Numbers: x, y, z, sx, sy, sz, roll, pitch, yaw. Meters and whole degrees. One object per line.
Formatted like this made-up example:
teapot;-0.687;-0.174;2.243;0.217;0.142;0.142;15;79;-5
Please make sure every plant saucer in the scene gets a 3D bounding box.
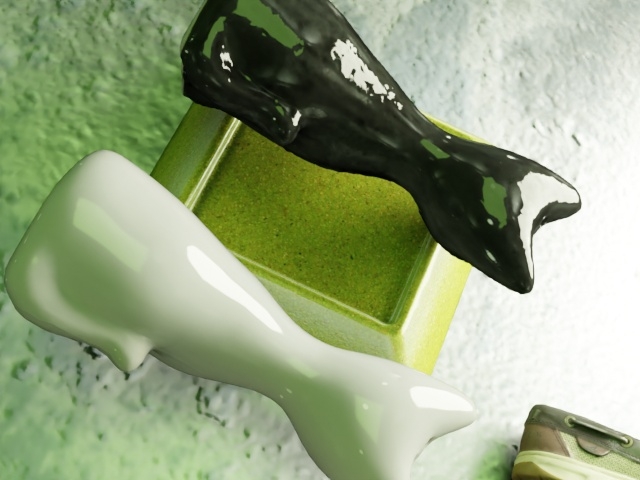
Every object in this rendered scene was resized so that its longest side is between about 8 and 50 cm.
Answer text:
plant saucer;0.001;-0.022;0.532;0.188;0.045;0.188;25;64;0

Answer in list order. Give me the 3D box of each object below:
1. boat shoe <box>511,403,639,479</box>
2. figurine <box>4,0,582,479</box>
boat shoe;0.176;0.120;0.498;0.152;0.056;0.049;15;69;-5
figurine;0.000;0.000;0.453;0.209;0.092;0.215;32;65;-1
